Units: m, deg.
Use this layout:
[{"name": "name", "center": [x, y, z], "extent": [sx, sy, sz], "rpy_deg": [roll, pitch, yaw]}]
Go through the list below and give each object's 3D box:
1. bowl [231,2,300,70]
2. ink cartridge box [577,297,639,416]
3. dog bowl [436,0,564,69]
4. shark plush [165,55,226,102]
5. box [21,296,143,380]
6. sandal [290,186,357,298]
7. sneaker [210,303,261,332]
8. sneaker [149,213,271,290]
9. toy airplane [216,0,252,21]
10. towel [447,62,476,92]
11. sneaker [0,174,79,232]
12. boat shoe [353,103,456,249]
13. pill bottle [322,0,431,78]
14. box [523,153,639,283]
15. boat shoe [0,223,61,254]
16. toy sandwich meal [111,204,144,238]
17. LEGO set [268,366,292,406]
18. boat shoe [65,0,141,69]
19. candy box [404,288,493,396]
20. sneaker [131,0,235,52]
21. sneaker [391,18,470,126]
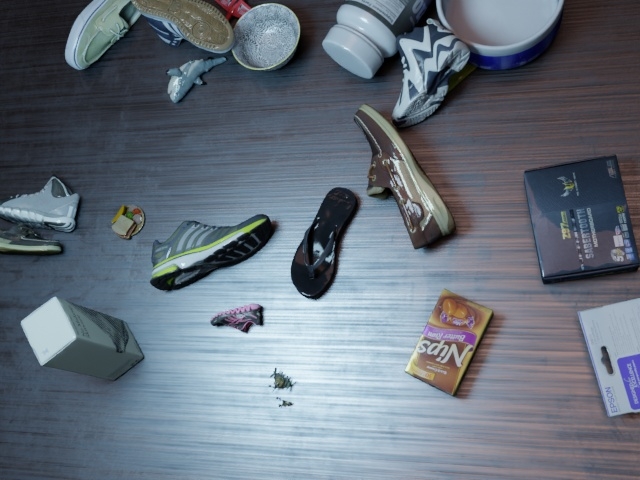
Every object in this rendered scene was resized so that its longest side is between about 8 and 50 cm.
[{"name": "bowl", "center": [-0.118, -0.462, 1.800], "extent": [0.170, 0.080, 0.170], "rpy_deg": [-4, 75, 14]}, {"name": "ink cartridge box", "center": [0.610, 0.208, 1.428], "extent": [0.208, 0.045, 0.206], "rpy_deg": [-14, 72, 11]}, {"name": "dog bowl", "center": [0.384, -0.505, 1.637], "extent": [0.264, 0.104, 0.265], "rpy_deg": [-3, 76, 14]}, {"name": "shark plush", "center": [-0.303, -0.401, 1.867], "extent": [0.161, 0.073, 0.067], "rpy_deg": [-31, 88, -16]}, {"name": "box", "center": [-0.494, 0.212, 1.612], "extent": [0.094, 0.275, 0.113], "rpy_deg": [-37, 69, 3]}, {"name": "sandal", "center": [-0.001, -0.001, 1.652], "extent": [0.097, 0.054, 0.255], "rpy_deg": [16, 80, 19]}, {"name": "sneaker", "center": [-0.182, 0.175, 1.664], "extent": [0.119, 0.047, 0.057], "rpy_deg": [-15, 83, 12]}, {"name": "sneaker", "center": [-0.253, -0.001, 1.698], "extent": [0.299, 0.111, 0.121], "rpy_deg": [-22, 66, 7]}, {"name": "toy airplane", "center": [-0.221, -0.553, 1.882], "extent": [0.151, 0.028, 0.151], "rpy_deg": [-5, 73, 16]}, {"name": "towel", "center": [0.335, -0.436, 1.698], "extent": [0.237, 0.021, 0.102], "rpy_deg": [-41, 68, 2]}, {"name": "sneaker", "center": [-0.689, -0.102, 1.867], "extent": [0.228, 0.086, 0.132], "rpy_deg": [11, 73, 8]}, {"name": "boat shoe", "center": [0.148, -0.134, 1.617], "extent": [0.123, 0.123, 0.342], "rpy_deg": [-32, 75, 4]}, {"name": "pill bottle", "center": [0.138, -0.512, 1.699], "extent": [0.161, 0.161, 0.283], "rpy_deg": [32, 86, 21]}, {"name": "box", "center": [0.513, -0.041, 1.517], "extent": [0.183, 0.059, 0.233], "rpy_deg": [-9, 72, 14]}, {"name": "boat shoe", "center": [-0.723, -0.004, 1.843], "extent": [0.223, 0.080, 0.074], "rpy_deg": [1, 80, 21]}, {"name": "toy sandwich meal", "center": [-0.456, -0.047, 1.806], "extent": [0.085, 0.029, 0.086], "rpy_deg": [-4, 74, 15]}, {"name": "LEGO set", "center": [-0.082, 0.308, 1.611], "extent": [0.054, 0.023, 0.083], "rpy_deg": [1, 88, 18]}, {"name": "boat shoe", "center": [-0.529, -0.556, 1.929], "extent": [0.094, 0.109, 0.302], "rpy_deg": [27, 81, 19]}, {"name": "candy box", "center": [0.257, 0.203, 1.525], "extent": [0.109, 0.053, 0.187], "rpy_deg": [24, 84, 20]}, {"name": "sneaker", "center": [-0.309, -0.509, 1.837], "extent": [0.282, 0.153, 0.099], "rpy_deg": [30, 83, 14]}, {"name": "sneaker", "center": [0.205, -0.370, 1.647], "extent": [0.153, 0.094, 0.235], "rpy_deg": [62, 141, 30]}]
